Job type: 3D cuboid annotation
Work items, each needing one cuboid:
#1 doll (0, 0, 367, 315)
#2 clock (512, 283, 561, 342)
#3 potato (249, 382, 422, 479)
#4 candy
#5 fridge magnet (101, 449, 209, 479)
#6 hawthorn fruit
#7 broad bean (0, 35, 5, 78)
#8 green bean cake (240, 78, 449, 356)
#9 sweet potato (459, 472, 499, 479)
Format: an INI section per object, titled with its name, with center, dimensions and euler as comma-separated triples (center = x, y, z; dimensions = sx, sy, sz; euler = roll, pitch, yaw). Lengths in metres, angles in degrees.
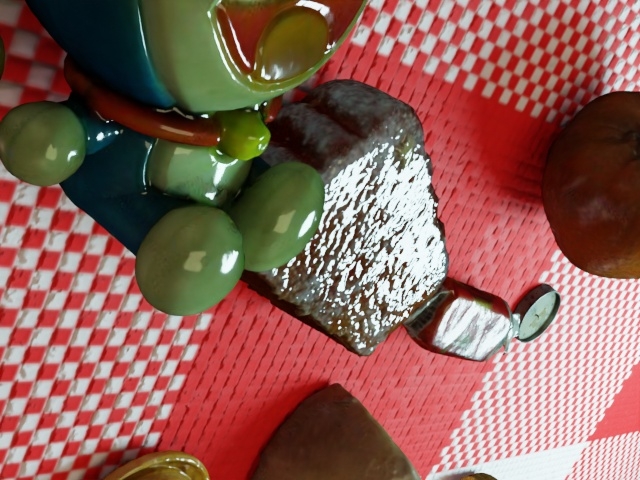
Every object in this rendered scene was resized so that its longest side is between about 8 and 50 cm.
[doll]
center = -0.065, -0.128, 0.409
dimensions = 0.198, 0.186, 0.321
euler = -27, 143, -56
[clock]
center = 0.280, 0.096, 1.048
dimensions = 0.085, 0.017, 0.085
euler = -25, 134, -28
[potato]
center = 0.026, 0.323, 0.844
dimensions = 0.211, 0.189, 0.264
euler = -34, 138, -19
[candy]
center = 0.148, 0.087, 0.882
dimensions = 0.292, 0.059, 0.086
euler = 21, 100, -50
[fridge magnet]
center = -0.157, 0.250, 0.712
dimensions = 0.143, 0.063, 0.143
euler = -23, 130, -31
[hawthorn fruit]
center = 0.331, -0.038, 0.876
dimensions = 0.199, 0.199, 0.251
euler = -38, 153, -15
[broad bean]
center = -0.255, -0.086, 0.342
dimensions = 0.228, 0.100, 0.169
euler = 3, 111, -33
[green bean cake]
center = 0.000, 0.000, 0.643
dimensions = 0.198, 0.097, 0.232
euler = -41, 140, -14
[sweet potato]
center = 0.258, 0.397, 1.224
dimensions = 0.077, 0.077, 0.244
euler = -49, 147, -2
